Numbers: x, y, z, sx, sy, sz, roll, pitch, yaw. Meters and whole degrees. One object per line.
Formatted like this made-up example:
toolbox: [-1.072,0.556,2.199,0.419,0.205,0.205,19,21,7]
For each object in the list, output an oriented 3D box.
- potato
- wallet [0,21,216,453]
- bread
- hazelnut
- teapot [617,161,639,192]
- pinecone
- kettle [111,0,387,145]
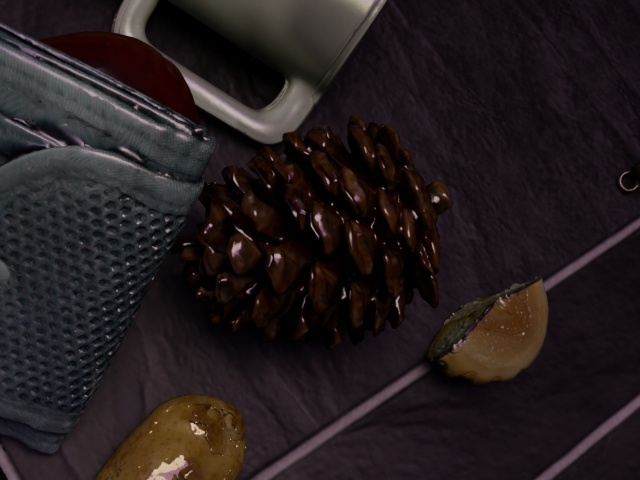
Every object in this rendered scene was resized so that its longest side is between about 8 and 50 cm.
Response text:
potato: [-0.136,0.211,0.783,0.107,0.080,0.170,42,64,13]
wallet: [-0.256,0.013,0.691,0.237,0.342,0.075,27,23,-12]
bread: [0.193,0.103,0.936,0.094,0.083,0.157,43,65,-4]
hazelnut: [-0.232,-0.096,0.797,0.229,0.229,0.229,6,69,-17]
teapot: [0.428,-0.085,1.098,0.100,0.068,0.045,-24,81,11]
pinecone: [0.000,0.000,0.824,0.272,0.224,0.224,-18,78,-13]
kettle: [-0.091,-0.296,0.916,0.318,0.205,0.265,33,61,-9]
